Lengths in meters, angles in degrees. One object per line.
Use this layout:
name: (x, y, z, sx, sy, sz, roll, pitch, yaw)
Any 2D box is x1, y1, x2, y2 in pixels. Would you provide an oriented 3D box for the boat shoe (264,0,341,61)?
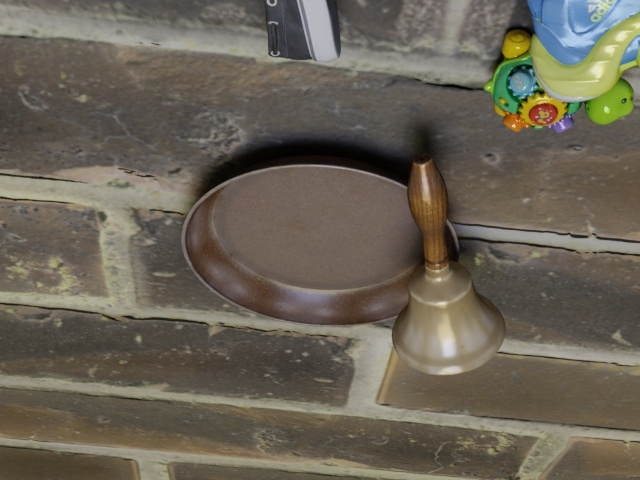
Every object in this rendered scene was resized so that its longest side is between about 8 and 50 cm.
boat shoe: (-0.037, -0.225, 0.704, 0.076, 0.080, 0.228, -4, 151, 9)

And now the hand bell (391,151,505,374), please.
hand bell: (0.116, 0.013, 0.929, 0.126, 0.126, 0.242, -5, 131, 13)

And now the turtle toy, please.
turtle toy: (0.211, -0.133, 0.806, 0.130, 0.066, 0.095, 1, 144, 5)

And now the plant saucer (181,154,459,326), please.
plant saucer: (0.000, 0.000, 1.029, 0.310, 0.050, 0.311, 2, 145, 2)

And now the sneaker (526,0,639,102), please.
sneaker: (0.267, -0.200, 0.689, 0.240, 0.091, 0.126, -24, 120, 12)
